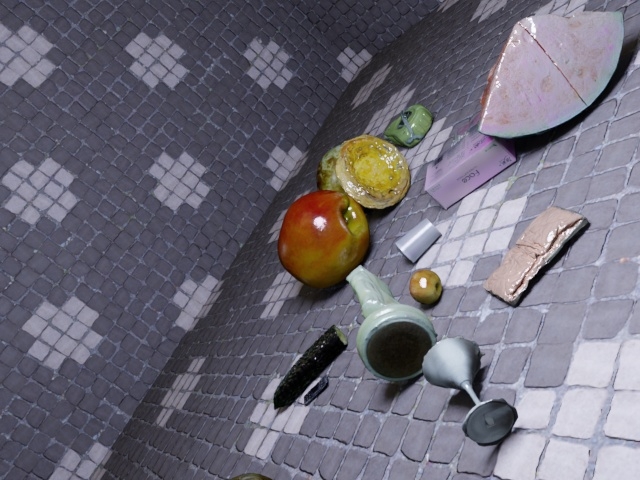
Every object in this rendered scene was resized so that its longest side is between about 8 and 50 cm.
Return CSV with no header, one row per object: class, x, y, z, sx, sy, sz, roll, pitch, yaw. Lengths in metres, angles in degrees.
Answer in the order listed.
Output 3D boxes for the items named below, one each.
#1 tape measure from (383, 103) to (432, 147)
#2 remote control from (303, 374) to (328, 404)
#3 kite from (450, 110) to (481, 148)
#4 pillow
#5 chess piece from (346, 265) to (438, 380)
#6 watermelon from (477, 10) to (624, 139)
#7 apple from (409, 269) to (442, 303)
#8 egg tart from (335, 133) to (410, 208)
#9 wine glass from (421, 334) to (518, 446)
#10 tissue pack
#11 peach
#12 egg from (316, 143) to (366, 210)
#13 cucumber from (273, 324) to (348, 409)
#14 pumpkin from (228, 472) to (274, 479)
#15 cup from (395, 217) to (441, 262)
tape measure,0.337,-0.433,2.191,0.175,0.106,0.200,-53,20,4
remote control,-0.010,0.399,1.546,0.096,0.014,0.039,-46,18,18
kite,0.530,-0.387,1.781,0.360,0.022,0.204,-42,19,36
pillow,0.429,0.026,1.182,0.232,0.043,0.126,-52,13,6
chess piece,0.151,0.175,1.337,0.175,0.176,0.298,-47,20,12
watermelon,0.559,-0.397,1.467,0.222,0.293,0.318,-22,-60,-82
apple,0.252,0.110,1.382,0.071,0.084,0.084,5,53,37
egg tart,0.166,-0.224,1.968,0.290,0.291,0.107,-62,1,-30
wine glass,0.258,0.261,1.014,0.122,0.122,0.183,-47,20,11
tissue pack,0.410,-0.212,1.604,0.246,0.092,0.148,-37,21,36
peach,0.000,0.000,1.869,0.332,0.308,0.307,-48,15,43
egg,0.101,-0.214,2.133,0.238,0.238,0.289,-18,60,60
cucumber,-0.040,0.355,1.608,0.300,0.072,0.072,-47,18,9
pumpkin,-0.144,0.618,1.195,0.232,0.242,0.325,-28,-4,-37
cup,0.268,-0.001,1.591,0.116,0.074,0.104,-44,-10,8
